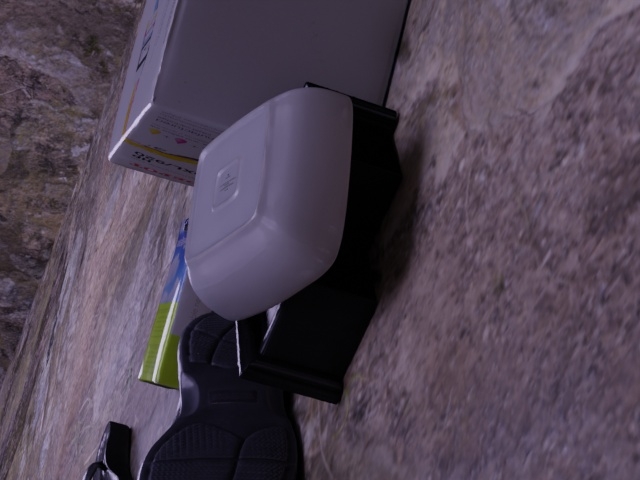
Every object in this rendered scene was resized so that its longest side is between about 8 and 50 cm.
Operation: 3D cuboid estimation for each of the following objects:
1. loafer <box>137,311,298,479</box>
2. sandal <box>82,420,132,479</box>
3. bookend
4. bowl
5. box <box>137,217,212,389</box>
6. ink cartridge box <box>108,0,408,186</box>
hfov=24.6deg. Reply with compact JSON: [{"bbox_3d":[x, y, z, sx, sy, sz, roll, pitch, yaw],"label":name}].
[{"bbox_3d":[-0.070,0.166,1.077,0.302,0.109,0.095,-86,-1,-60],"label":"loafer"},{"bbox_3d":[-0.254,0.290,1.683,0.254,0.054,0.097,-118,46,-70],"label":"sandal"},{"bbox_3d":[0.000,0.000,1.011,0.157,0.072,0.156,-99,30,-59],"label":"bookend"},{"bbox_3d":[-0.042,-0.029,0.973,0.142,0.053,0.142,-31,45,49],"label":"bowl"},{"bbox_3d":[-0.141,0.066,1.534,0.109,0.042,0.178,167,119,-73],"label":"box"},{"bbox_3d":[-0.057,-0.137,1.183,0.232,0.171,0.168,157,129,-72],"label":"ink cartridge box"}]
